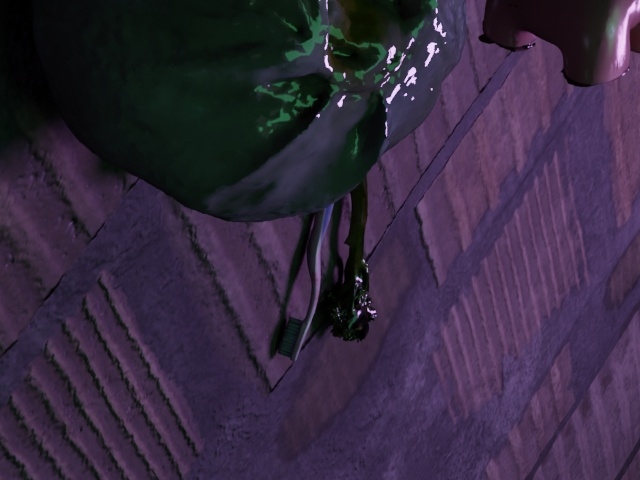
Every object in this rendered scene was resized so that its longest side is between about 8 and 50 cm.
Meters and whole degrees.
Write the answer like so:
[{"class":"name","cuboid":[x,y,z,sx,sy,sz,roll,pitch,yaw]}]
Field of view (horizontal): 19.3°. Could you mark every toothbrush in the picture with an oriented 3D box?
[{"class":"toothbrush","cuboid":[0.000,0.000,1.861,0.021,0.027,0.269,-95,-161,-67]}]

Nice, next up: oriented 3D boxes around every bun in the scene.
[{"class":"bun","cuboid":[-0.033,-0.177,1.374,0.362,0.211,0.362,-20,122,-36]}]

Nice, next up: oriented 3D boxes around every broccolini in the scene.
[{"class":"broccolini","cuboid":[0.026,-0.001,1.921,0.057,0.071,0.254,-11,128,-8]}]

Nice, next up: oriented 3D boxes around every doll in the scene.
[{"class":"doll","cuboid":[0.219,-0.311,1.773,0.284,0.216,0.268,-39,140,-27]}]
